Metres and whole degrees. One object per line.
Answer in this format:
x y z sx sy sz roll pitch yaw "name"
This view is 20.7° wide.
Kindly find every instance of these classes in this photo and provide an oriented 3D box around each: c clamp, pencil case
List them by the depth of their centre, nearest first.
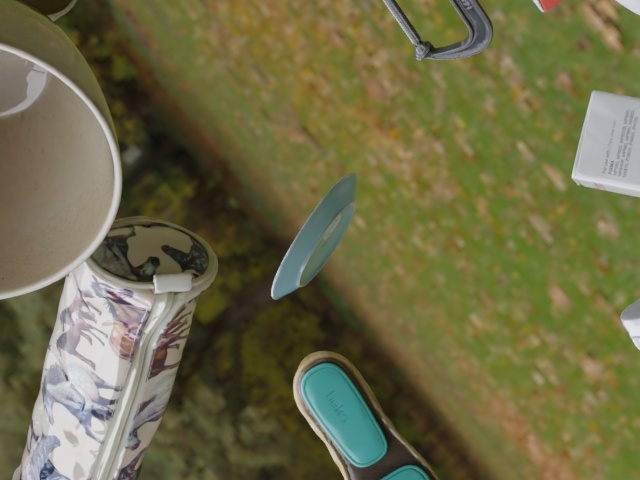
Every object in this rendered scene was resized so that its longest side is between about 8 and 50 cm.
0.095 -0.240 1.791 0.160 0.137 0.022 47 -141 -26 "c clamp"
-0.244 0.164 2.049 0.160 0.410 0.183 -1 -145 -34 "pencil case"

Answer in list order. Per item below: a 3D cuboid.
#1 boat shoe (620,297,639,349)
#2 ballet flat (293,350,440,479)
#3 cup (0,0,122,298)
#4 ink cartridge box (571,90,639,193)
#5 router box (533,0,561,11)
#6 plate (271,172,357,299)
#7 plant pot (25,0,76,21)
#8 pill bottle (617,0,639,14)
0.428 0.099 1.849 0.267 0.096 0.088 -12 110 55 "boat shoe"
0.054 0.195 1.525 0.232 0.080 0.073 62 -177 -2 "ballet flat"
-0.368 -0.135 1.831 0.331 0.331 0.237 53 -160 -33 "cup"
0.460 -0.101 2.169 0.273 0.114 0.197 11 -179 11 "ink cartridge box"
0.073 -0.367 1.238 0.335 0.082 0.301 60 -175 37 "router box"
0.000 0.000 2.197 0.024 0.188 0.188 34 174 11 "plate"
-0.473 -0.289 2.087 0.256 0.274 0.256 35 -146 -28 "plant pot"
0.464 -0.486 2.137 0.224 0.392 0.224 43 -179 -1 "pill bottle"
